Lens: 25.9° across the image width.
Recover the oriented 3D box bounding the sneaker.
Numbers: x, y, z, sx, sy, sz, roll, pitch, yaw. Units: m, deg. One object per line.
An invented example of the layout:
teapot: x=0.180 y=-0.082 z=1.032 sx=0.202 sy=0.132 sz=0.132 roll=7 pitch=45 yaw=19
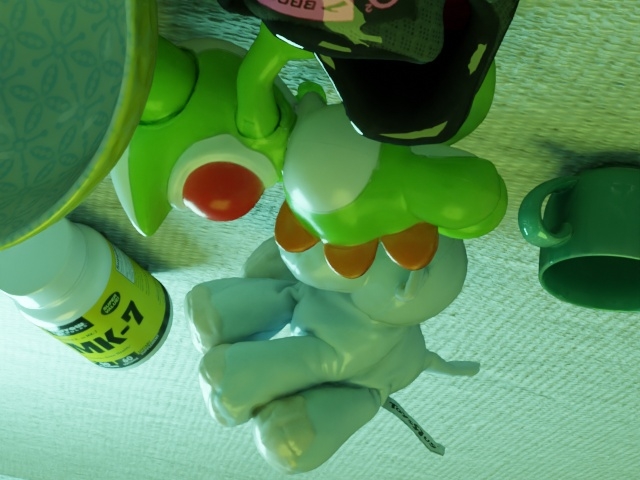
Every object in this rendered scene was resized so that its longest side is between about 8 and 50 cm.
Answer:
sneaker: x=0.028 y=-0.199 z=0.669 sx=0.185 sy=0.202 sz=0.483 roll=0 pitch=156 yaw=19

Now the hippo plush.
hippo plush: x=0.029 y=0.072 z=1.271 sx=0.294 sy=0.234 sz=0.236 roll=29 pitch=139 yaw=0

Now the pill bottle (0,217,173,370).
pill bottle: x=-0.255 y=0.053 z=1.493 sx=0.119 sy=0.119 sz=0.208 roll=-2 pitch=156 yaw=24

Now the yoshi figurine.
yoshi figurine: x=-0.025 y=-0.114 z=1.010 sx=0.362 sy=0.203 sz=0.203 roll=17 pitch=120 yaw=17

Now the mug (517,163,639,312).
mug: x=0.248 y=-0.012 z=1.178 sx=0.129 sy=0.097 sz=0.158 roll=-1 pitch=155 yaw=24

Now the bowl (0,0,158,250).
bowl: x=-0.217 y=-0.141 z=0.894 sx=0.289 sy=0.290 sz=0.156 roll=1 pitch=-170 yaw=18
